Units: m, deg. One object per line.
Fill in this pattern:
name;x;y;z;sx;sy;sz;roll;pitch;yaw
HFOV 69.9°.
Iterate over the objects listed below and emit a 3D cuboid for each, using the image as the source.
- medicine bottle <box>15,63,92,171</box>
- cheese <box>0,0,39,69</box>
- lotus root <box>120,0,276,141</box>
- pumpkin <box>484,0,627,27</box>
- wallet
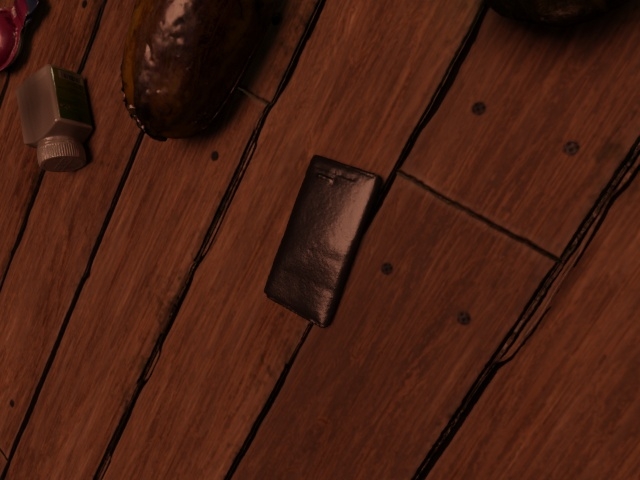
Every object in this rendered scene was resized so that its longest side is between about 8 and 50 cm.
medicine bottle;-0.552;-0.246;0.955;0.132;0.088;0.189;-18;81;26
cheese;-0.728;-0.493;1.069;0.244;0.062;0.155;-36;74;21
lotus root;-0.195;-0.344;0.721;0.196;0.179;0.397;40;107;20
pumpkin;0.282;-0.341;0.478;0.260;0.189;0.260;-28;43;29
wallet;0.000;0.000;0.698;0.124;0.025;0.244;24;99;26
